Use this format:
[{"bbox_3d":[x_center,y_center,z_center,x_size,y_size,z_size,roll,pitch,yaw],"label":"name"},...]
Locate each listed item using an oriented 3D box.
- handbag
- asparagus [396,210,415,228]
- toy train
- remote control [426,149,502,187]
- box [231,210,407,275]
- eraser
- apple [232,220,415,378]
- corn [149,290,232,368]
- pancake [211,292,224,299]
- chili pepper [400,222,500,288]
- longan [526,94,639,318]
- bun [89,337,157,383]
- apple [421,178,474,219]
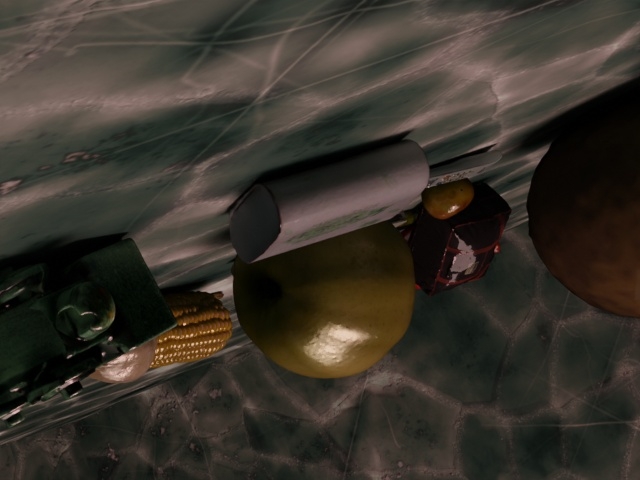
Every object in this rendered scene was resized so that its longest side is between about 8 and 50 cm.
[{"bbox_3d":[0.271,-0.002,2.092,0.169,0.155,0.215,-23,146,-32],"label":"handbag"},{"bbox_3d":[0.117,-0.027,2.021,0.165,0.030,0.036,-17,-176,-39],"label":"asparagus"},{"bbox_3d":[-0.331,0.110,1.281,0.299,0.167,0.238,-26,-178,34],"label":"toy train"},{"bbox_3d":[0.213,-0.113,1.709,0.162,0.029,0.061,-14,168,-20],"label":"remote control"},{"bbox_3d":[0.000,0.000,1.825,0.270,0.045,0.211,-14,169,-42],"label":"box"},{"bbox_3d":[0.009,-0.051,1.370,0.227,0.081,0.174,-17,170,-27],"label":"eraser"},{"bbox_3d":[0.006,0.075,1.567,0.279,0.279,0.279,-22,172,-3],"label":"apple"},{"bbox_3d":[-0.274,0.155,1.813,0.130,0.130,0.347,-27,169,31],"label":"corn"},{"bbox_3d":[-0.246,0.127,2.129,0.115,0.011,0.115,-24,172,-3],"label":"pancake"},{"bbox_3d":[0.211,0.032,2.279,0.338,0.135,0.131,-26,158,-3],"label":"chili pepper"},{"bbox_3d":[0.544,-0.059,1.775,0.391,0.391,0.391,-22,172,-3],"label":"longan"},{"bbox_3d":[-0.323,0.132,1.554,0.113,0.166,0.173,-69,166,13],"label":"bun"},{"bbox_3d":[0.214,-0.078,1.779,0.089,0.074,0.089,-24,174,-3],"label":"apple"}]
